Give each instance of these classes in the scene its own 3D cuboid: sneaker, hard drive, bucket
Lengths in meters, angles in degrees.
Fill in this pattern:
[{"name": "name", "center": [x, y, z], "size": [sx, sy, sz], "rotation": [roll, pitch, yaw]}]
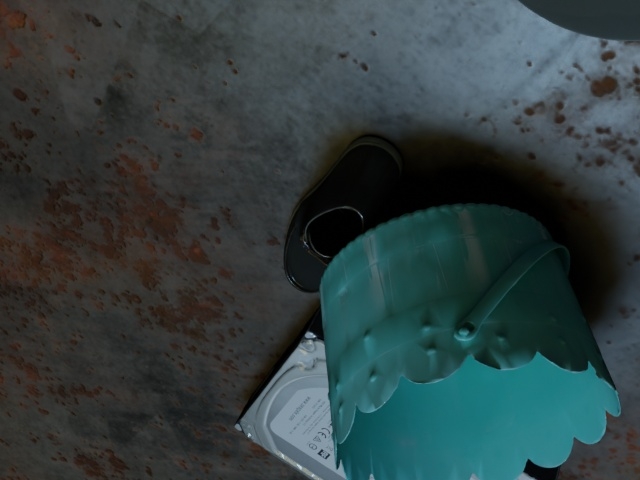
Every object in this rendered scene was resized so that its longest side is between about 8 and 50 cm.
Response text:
[{"name": "sneaker", "center": [0.000, 0.000, 1.111], "size": [0.083, 0.118, 0.222], "rotation": [30, 134, 1]}, {"name": "hard drive", "center": [0.085, 0.245, 1.311], "size": [0.339, 0.064, 0.237], "rotation": [33, 134, -3]}, {"name": "bucket", "center": [0.129, 0.106, 1.027], "size": [0.281, 0.183, 0.281], "rotation": [-7, 147, -4]}]

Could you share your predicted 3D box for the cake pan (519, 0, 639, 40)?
[{"name": "cake pan", "center": [0.234, -0.275, 0.817], "size": [0.293, 0.054, 0.293], "rotation": [14, 132, 16]}]
